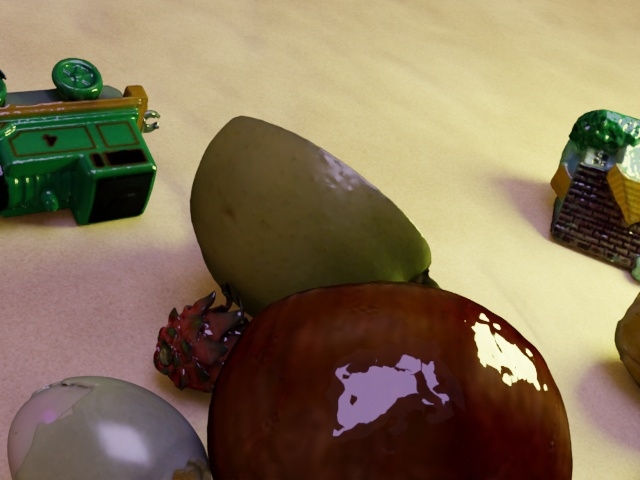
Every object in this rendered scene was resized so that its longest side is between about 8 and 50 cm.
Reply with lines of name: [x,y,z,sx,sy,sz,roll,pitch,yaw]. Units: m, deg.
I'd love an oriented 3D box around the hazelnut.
hazelnut: [0.077,0.233,0.926,0.421,0.353,0.421,37,26,-21]

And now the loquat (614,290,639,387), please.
loquat: [0.572,0.178,1.346,0.227,0.179,0.179,43,43,18]

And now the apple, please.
apple: [0.000,0.000,1.194,0.360,0.312,0.320,31,24,31]

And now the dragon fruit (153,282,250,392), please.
dragon fruit: [-0.152,0.136,1.131,0.142,0.130,0.121,-9,20,17]

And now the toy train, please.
toy train: [-0.432,-0.137,1.342,0.429,0.178,0.249,-12,57,-34]

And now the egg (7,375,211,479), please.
egg: [-0.239,0.239,0.932,0.217,0.183,0.183,26,37,22]

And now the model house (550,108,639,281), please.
model house: [0.581,-0.065,1.651,0.280,0.230,0.249,20,62,7]
